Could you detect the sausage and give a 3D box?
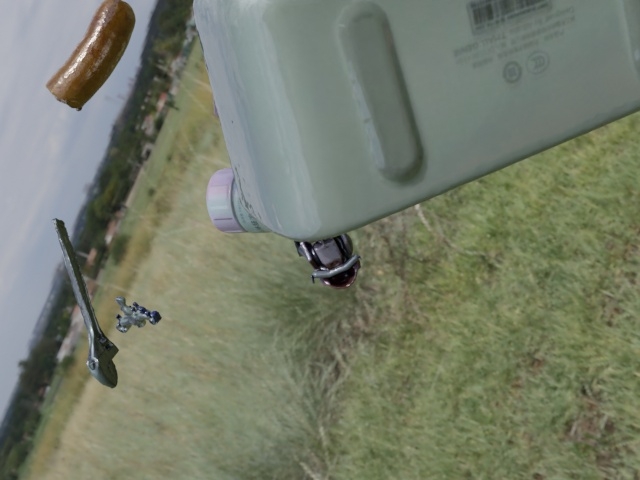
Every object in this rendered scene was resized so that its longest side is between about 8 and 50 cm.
[{"bbox_3d":[-0.505,-0.420,1.829,0.271,0.109,0.109,-58,14,-2],"label":"sausage"}]

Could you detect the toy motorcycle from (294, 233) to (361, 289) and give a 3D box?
[{"bbox_3d":[-0.001,0.001,1.188,0.082,0.213,0.122,-29,63,4],"label":"toy motorcycle"}]

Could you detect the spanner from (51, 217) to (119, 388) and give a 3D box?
[{"bbox_3d":[-0.422,0.110,1.455,0.026,0.326,0.093,-25,-10,12],"label":"spanner"}]

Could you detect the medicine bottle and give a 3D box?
[{"bbox_3d":[-0.114,-0.080,1.536,0.168,0.135,0.135,-1,56,26],"label":"medicine bottle"}]

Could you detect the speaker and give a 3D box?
[{"bbox_3d":[0.109,-0.165,0.649,0.183,0.406,0.184,36,146,65],"label":"speaker"}]

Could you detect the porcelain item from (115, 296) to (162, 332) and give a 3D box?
[{"bbox_3d":[-0.360,0.134,1.536,0.136,0.075,0.021,-18,27,44],"label":"porcelain item"}]

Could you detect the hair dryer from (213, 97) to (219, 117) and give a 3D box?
[{"bbox_3d":[-0.179,-0.331,1.938,0.106,0.154,0.054,99,180,-53],"label":"hair dryer"}]
